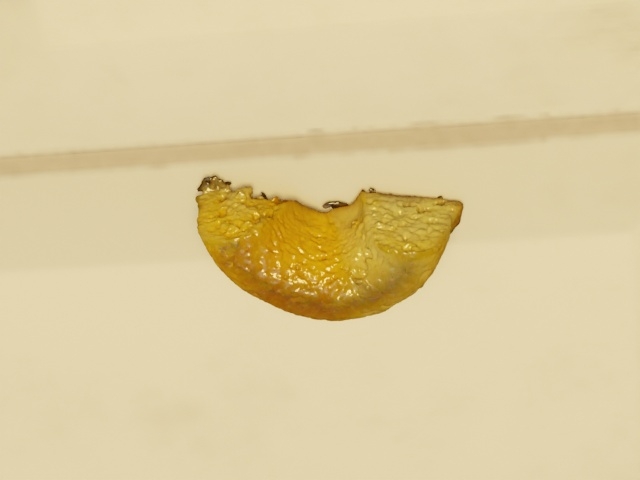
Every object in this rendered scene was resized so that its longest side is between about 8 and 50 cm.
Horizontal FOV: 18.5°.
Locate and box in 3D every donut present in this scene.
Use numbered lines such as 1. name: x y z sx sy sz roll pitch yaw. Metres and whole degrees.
1. donut: 0.000 0.000 0.686 0.083 0.038 0.067 31 127 -21
